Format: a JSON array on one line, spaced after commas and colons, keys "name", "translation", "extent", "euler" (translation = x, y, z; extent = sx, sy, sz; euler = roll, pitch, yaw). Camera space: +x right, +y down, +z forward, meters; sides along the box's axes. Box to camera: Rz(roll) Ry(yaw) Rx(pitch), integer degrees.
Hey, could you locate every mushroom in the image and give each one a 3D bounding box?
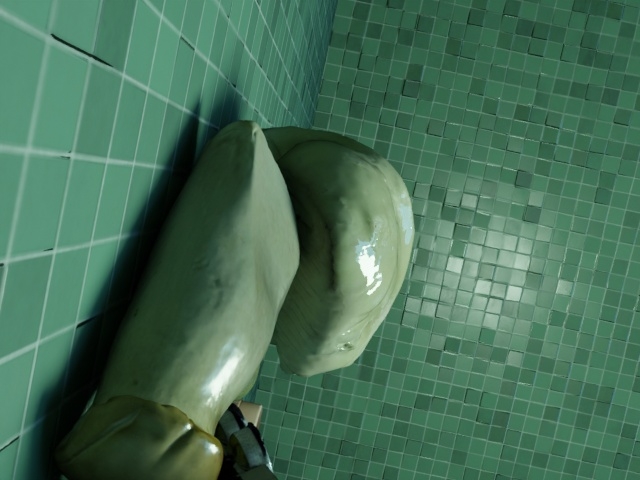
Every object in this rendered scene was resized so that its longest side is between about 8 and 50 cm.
[{"name": "mushroom", "translation": [-0.108, 0.057, 0.643], "extent": [0.407, 0.137, 0.154], "euler": [-74, 162, -44]}]

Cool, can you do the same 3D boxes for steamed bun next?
[{"name": "steamed bun", "translation": [0.006, 0.005, 0.926], "extent": [0.309, 0.219, 0.324], "euler": [40, -46, 43]}]

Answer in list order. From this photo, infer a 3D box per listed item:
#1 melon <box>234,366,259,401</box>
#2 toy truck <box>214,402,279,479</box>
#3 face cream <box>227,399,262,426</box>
[{"name": "melon", "translation": [-0.153, 0.214, 1.156], "extent": [0.098, 0.098, 0.131], "euler": [100, 0, -63]}, {"name": "toy truck", "translation": [-0.092, 0.278, 0.615], "extent": [0.367, 0.146, 0.175], "euler": [10, -62, 67]}, {"name": "face cream", "translation": [-0.182, 0.389, 1.326], "extent": [0.149, 0.104, 0.149], "euler": [12, 90, -89]}]
